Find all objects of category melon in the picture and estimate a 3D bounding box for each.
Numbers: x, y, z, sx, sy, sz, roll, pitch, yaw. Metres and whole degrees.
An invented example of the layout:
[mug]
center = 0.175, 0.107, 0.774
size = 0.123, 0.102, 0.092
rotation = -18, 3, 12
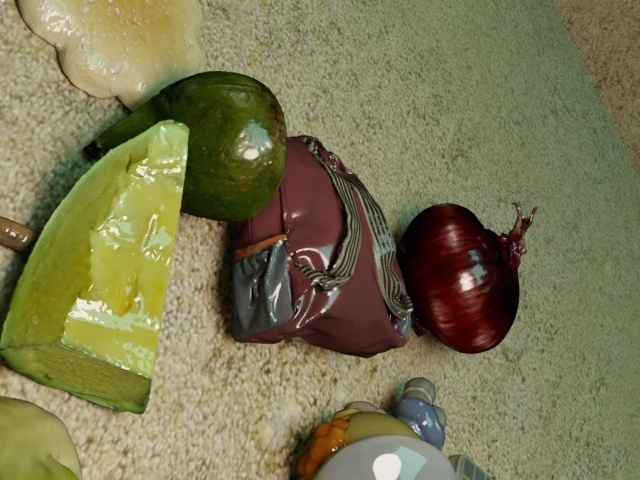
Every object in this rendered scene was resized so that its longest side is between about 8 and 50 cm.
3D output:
[melon]
center = -0.226, 0.018, 1.052
size = 0.196, 0.124, 0.324
rotation = 33, 60, -38

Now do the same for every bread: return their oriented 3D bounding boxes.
[bread]
center = -0.269, -0.319, 1.244
size = 0.316, 0.054, 0.316
rotation = 24, 57, -43

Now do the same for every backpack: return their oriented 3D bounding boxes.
[backpack]
center = 0.000, 0.000, 1.313
size = 0.283, 0.197, 0.317
rotation = 17, 60, -45

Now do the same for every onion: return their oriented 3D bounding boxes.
[onion]
center = 0.265, 0.051, 1.576
size = 0.273, 0.285, 0.273
rotation = 58, 12, -20

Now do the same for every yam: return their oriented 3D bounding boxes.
[yam]
center = -0.369, -0.018, 0.989
size = 0.145, 0.032, 0.032
rotation = 24, 56, -45

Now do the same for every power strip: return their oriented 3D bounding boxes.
[power strip]
center = 0.287, 0.452, 1.609
size = 0.227, 0.029, 0.080
rotation = 43, 44, -32

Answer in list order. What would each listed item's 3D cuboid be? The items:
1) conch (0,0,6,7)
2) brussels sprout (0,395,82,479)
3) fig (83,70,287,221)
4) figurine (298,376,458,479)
[conch]
center = -0.435, -0.325, 0.930
size = 0.324, 0.186, 0.263
rotation = -14, 98, -24
[brussels sprout]
center = -0.333, 0.241, 0.699
size = 0.281, 0.289, 0.354
rotation = 64, 25, 3
[fig]
center = -0.175, -0.131, 1.176
size = 0.235, 0.203, 0.203
rotation = 10, 64, -26
[figurine]
center = 0.108, 0.295, 1.320
size = 0.225, 0.205, 0.382
rotation = 63, 28, -20
